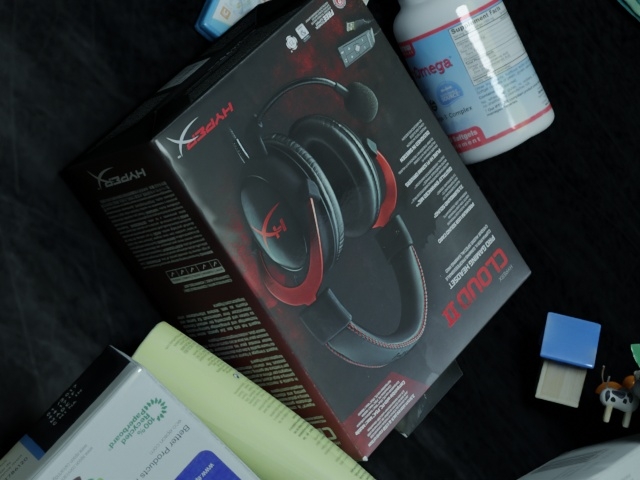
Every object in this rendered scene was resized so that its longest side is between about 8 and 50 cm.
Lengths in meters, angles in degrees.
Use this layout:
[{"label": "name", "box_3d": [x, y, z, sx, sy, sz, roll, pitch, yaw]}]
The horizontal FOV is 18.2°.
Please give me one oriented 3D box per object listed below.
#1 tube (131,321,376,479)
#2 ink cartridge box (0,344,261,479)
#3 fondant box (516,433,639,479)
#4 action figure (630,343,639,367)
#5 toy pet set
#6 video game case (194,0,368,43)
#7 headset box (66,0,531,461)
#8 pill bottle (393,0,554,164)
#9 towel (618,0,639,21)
[{"label": "tube", "box_3d": [-0.021, 0.141, 1.293, 0.240, 0.062, 0.070, 32, 39, 4]}, {"label": "ink cartridge box", "box_3d": [-0.071, 0.233, 1.250, 0.165, 0.065, 0.333, -47, 116, -10]}, {"label": "fondant box", "box_3d": [0.224, 0.322, 1.447, 0.238, 0.096, 0.330, -9, 83, -66]}, {"label": "action figure", "box_3d": [0.304, 0.186, 1.485, 0.137, 0.063, 0.232, -2, 80, -39]}, {"label": "toy pet set", "box_3d": [0.225, 0.099, 1.555, 0.114, 0.122, 0.065, 14, 98, 3]}, {"label": "video game case", "box_3d": [-0.019, -0.187, 1.482, 0.119, 0.015, 0.166, 38, 57, -27]}, {"label": "headset box", "box_3d": [0.000, 0.000, 1.378, 0.218, 0.110, 0.293, -44, 110, -35]}, {"label": "pill bottle", "box_3d": [0.110, -0.145, 1.532, 0.087, 0.087, 0.160, -33, 100, -40]}, {"label": "towel", "box_3d": [0.352, -0.271, 1.804, 0.370, 0.040, 0.271, 38, 56, -25]}]
